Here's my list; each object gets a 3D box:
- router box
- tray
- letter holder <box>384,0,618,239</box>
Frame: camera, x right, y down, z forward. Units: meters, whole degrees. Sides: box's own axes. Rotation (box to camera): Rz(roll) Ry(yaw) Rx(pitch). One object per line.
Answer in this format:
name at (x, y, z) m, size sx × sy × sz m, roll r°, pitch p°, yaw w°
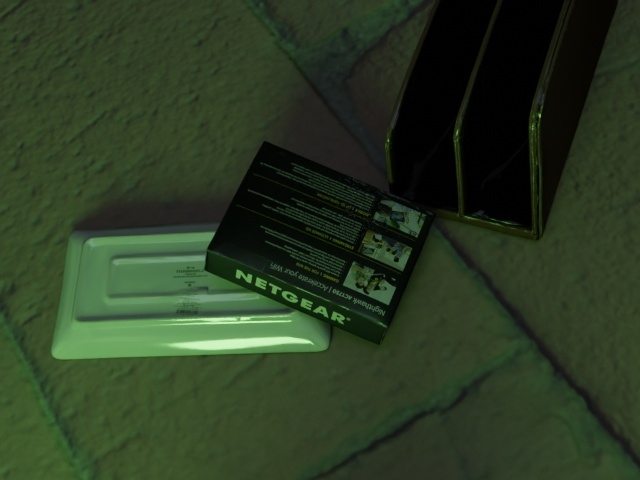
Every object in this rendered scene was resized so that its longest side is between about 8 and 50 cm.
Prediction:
router box at (0.000, 0.000, 1.039) m, size 0.179 × 0.046 × 0.133 m, roll 23°, pitch 60°, yaw 5°
tray at (-0.124, 0.039, 1.076) m, size 0.270 × 0.030 × 0.145 m, roll -3°, pitch 61°, yaw 8°
letter holder at (0.175, -0.192, 1.051) m, size 0.152 × 0.214 × 0.302 m, roll 15°, pitch 64°, yaw 17°
